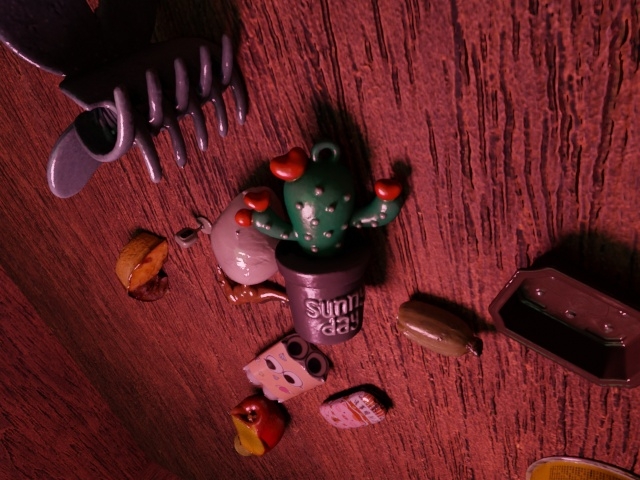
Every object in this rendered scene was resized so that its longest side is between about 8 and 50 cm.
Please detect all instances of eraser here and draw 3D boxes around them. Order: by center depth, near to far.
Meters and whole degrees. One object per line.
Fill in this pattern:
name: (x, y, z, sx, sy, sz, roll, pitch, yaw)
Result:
eraser: (-0.105, 0.382, 1.365, 0.171, 0.087, 0.290, 45, 139, -2)

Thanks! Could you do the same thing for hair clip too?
hair clip: (-0.306, -0.256, 0.788, 0.239, 0.318, 0.391, 23, 134, 18)

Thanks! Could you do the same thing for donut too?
donut: (-0.561, 0.099, 1.427, 0.112, 0.151, 0.294, 38, 141, 19)

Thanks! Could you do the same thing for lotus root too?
lotus root: (0.241, 0.181, 0.932, 0.183, 0.077, 0.090, 20, 142, 26)

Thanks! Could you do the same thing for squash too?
squash: (-0.261, 0.774, 1.808, 0.123, 0.123, 0.186, 40, 140, 1)

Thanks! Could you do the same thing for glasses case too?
glasses case: (0.090, 0.484, 1.321, 0.103, 0.067, 0.267, 43, 140, -5)

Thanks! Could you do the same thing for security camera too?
security camera: (-0.326, -0.019, 1.178, 0.058, 0.092, 0.058, 21, 134, 23)

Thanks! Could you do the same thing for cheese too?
cheese: (-0.152, -0.002, 0.985, 0.198, 0.155, 0.188, -34, 75, 56)

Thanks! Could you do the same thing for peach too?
peach: (-0.202, 0.661, 1.629, 0.154, 0.159, 0.267, 24, 135, 33)

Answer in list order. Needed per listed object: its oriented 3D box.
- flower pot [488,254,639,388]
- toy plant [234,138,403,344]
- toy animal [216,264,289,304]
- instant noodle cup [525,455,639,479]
flower pot: (0.417, 0.117, 0.740, 0.251, 0.084, 0.178, 28, 137, 13)
toy plant: (0.013, 0.001, 0.874, 0.280, 0.185, 0.399, 6, 120, 19)
toy animal: (-0.155, 0.124, 1.202, 0.224, 0.066, 0.229, -32, 93, 29)
instant noodle cup: (0.579, 0.666, 0.969, 0.326, 0.254, 0.325, 20, 134, 22)
